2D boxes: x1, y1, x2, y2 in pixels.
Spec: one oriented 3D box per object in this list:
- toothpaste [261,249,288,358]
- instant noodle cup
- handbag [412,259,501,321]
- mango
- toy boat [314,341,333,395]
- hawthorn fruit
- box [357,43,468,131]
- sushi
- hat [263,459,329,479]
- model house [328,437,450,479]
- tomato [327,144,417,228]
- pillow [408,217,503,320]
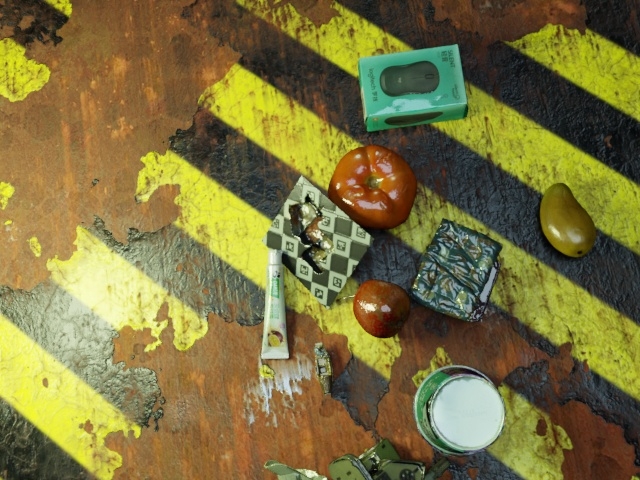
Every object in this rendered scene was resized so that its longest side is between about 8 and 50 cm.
[{"bbox_3d":[-0.133,0.185,1.934,0.058,0.056,0.314,-11,77,48],"label":"toothpaste"},{"bbox_3d":[0.375,0.452,1.757,0.251,0.190,0.251,-1,78,4],"label":"instant noodle cup"},{"bbox_3d":[0.382,0.114,1.893,0.216,0.074,0.203,18,79,10],"label":"handbag"},{"bbox_3d":[0.698,-0.057,1.894,0.136,0.099,0.227,-16,69,6],"label":"mango"},{"bbox_3d":[0.010,0.362,1.880,0.047,0.049,0.149,-10,77,3],"label":"toy boat"},{"bbox_3d":[0.149,0.176,1.868,0.204,0.162,0.162,35,82,23],"label":"hawthorn fruit"},{"bbox_3d":[0.277,-0.459,2.006,0.312,0.118,0.204,-6,79,4],"label":"box"},{"bbox_3d":[0.000,0.000,1.907,0.292,0.059,0.294,44,126,14],"label":"sushi"},{"bbox_3d":[-0.073,0.641,1.787,0.166,0.122,0.081,30,68,-13],"label":"hat"},{"bbox_3d":[0.198,0.603,1.771,0.279,0.205,0.218,-28,76,-32],"label":"model house"},{"bbox_3d":[0.153,-0.148,1.915,0.260,0.180,0.259,0,77,2],"label":"tomato"},{"bbox_3d":[0.374,0.082,1.846,0.189,0.034,0.255,24,81,11],"label":"pillow"}]
